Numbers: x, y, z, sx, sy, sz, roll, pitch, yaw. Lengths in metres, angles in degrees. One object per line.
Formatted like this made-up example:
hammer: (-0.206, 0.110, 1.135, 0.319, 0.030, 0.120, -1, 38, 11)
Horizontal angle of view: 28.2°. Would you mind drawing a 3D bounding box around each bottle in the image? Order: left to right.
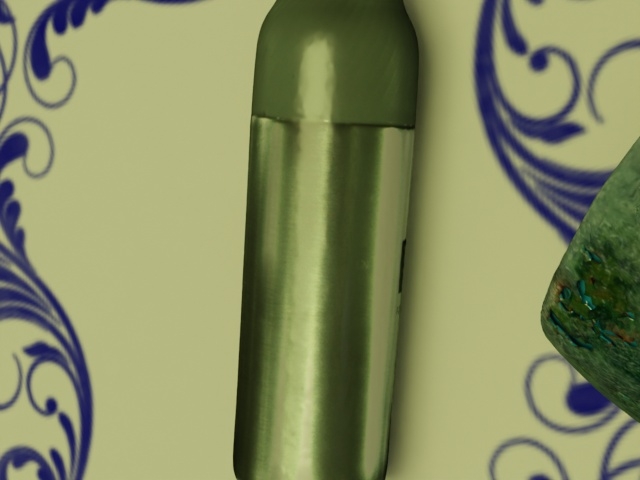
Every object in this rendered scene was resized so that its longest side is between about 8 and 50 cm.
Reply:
bottle: (0.000, 0.000, 0.621, 0.096, 0.079, 0.253, -157, 69, -68)

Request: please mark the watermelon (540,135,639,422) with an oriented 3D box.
watermelon: (0.211, 0.001, 0.373, 0.322, 0.188, 0.175, -50, 64, 30)
